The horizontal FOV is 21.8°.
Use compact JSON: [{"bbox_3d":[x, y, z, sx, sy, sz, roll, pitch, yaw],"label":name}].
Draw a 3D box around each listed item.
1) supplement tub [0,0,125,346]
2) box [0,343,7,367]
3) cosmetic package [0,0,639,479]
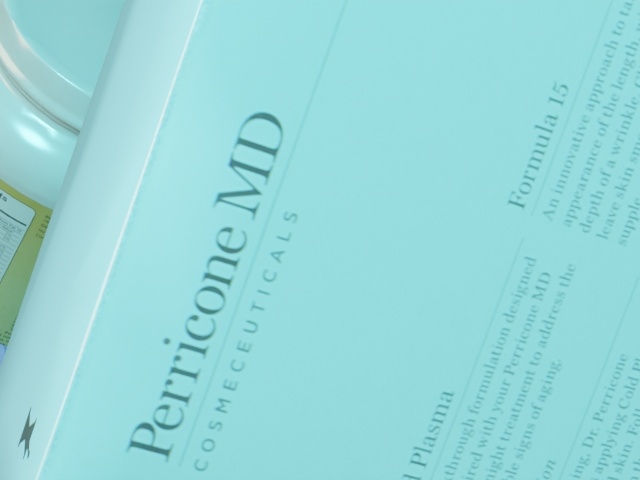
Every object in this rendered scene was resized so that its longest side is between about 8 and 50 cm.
[{"bbox_3d":[-0.201,-0.053,1.257,0.316,0.228,0.228,-55,27,38],"label":"supplement tub"},{"bbox_3d":[-0.129,0.194,0.806,0.213,0.243,0.117,-45,32,26],"label":"box"},{"bbox_3d":[0.107,-0.072,0.433,0.377,0.284,0.097,-70,21,6],"label":"cosmetic package"}]
